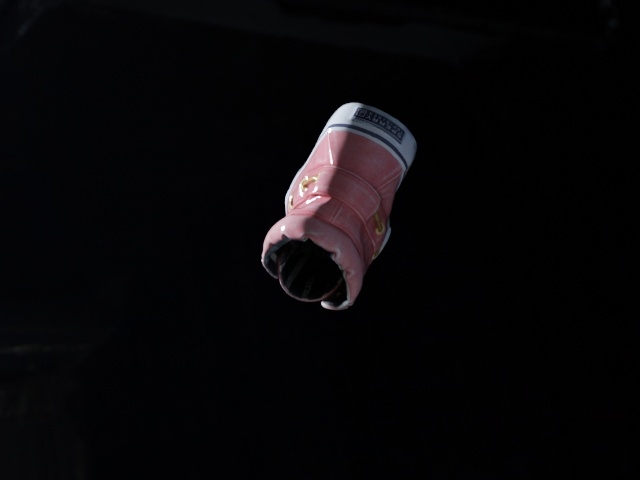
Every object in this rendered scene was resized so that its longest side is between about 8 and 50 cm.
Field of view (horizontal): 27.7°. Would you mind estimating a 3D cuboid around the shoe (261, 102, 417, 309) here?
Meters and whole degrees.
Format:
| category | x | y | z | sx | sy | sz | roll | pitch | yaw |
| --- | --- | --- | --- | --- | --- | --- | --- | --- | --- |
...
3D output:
| category | x | y | z | sx | sy | sz | roll | pitch | yaw |
| --- | --- | --- | --- | --- | --- | --- | --- | --- | --- |
| shoe | 0.000 | 0.000 | 0.693 | 0.063 | 0.081 | 0.178 | 28 | -22 | 2 |
